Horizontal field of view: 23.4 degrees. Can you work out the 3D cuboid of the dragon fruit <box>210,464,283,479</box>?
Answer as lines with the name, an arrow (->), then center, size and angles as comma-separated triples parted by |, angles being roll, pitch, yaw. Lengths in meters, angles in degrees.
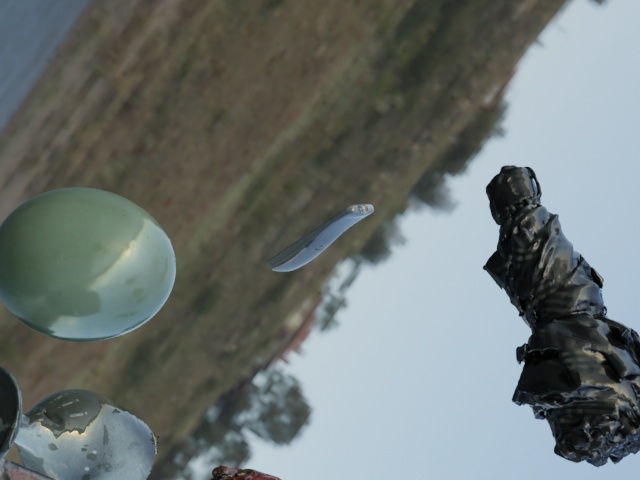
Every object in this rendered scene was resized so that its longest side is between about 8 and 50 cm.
dragon fruit -> -0.087, 0.389, 1.985 | 0.172, 0.172, 0.209 | -90, 178, -78

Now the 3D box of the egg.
egg -> -0.230, 0.023, 1.493 | 0.192, 0.149, 0.149 | 4, -134, 31

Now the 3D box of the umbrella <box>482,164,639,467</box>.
umbrella -> 0.238, 0.082, 1.631 | 0.154, 0.336, 0.128 | -24, 154, -15

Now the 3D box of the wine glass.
wine glass -> -0.294, 0.218, 1.702 | 0.126, 0.126, 0.241 | -53, 144, 5

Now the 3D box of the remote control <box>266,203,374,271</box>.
remote control -> 0.000, 0.000, 2.068 | 0.050, 0.027, 0.184 | -6, 159, -45

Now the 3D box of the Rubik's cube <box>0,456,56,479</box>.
Rubik's cube -> -0.333, 0.300, 1.274 | 0.319, 0.319, 0.264 | -53, -134, 6
